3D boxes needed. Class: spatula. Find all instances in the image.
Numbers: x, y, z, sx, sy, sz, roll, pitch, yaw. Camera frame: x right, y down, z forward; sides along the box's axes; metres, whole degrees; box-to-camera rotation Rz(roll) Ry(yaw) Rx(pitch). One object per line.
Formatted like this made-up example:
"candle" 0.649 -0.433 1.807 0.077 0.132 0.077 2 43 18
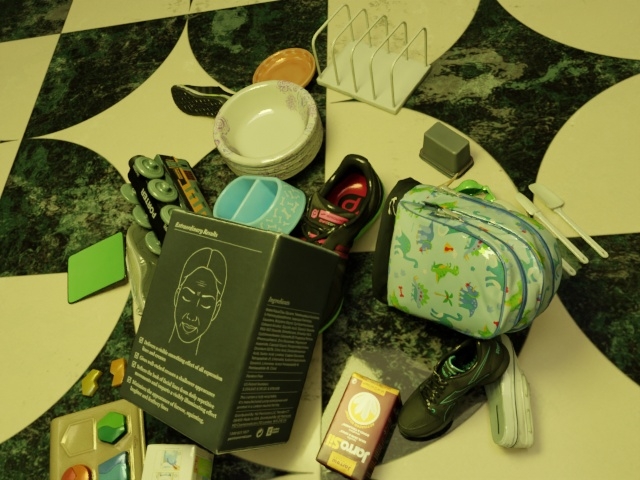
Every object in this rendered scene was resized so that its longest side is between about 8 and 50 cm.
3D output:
"spatula" 0.527 -0.032 1.226 0.168 0.019 0.242 -18 55 -28

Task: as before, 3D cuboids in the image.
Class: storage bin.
"storage bin" 0.324 -0.237 1.372 0.098 0.091 0.135 -42 62 -12

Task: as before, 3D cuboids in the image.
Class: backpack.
"backpack" 0.277 0.048 1.061 0.356 0.273 0.290 16 109 25

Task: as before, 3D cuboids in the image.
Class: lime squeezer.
"lime squeezer" 0.378 -0.085 1.295 0.310 0.059 0.110 26 69 23

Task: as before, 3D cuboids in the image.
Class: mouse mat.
"mouse mat" -0.590 0.070 1.423 0.190 0.007 0.152 -24 58 14

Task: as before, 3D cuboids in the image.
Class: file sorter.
"file sorter" 0.140 -0.523 1.525 0.278 0.173 0.193 29 70 25

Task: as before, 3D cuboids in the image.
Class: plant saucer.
"plant saucer" -0.106 -0.496 1.629 0.200 0.037 0.199 -9 58 15

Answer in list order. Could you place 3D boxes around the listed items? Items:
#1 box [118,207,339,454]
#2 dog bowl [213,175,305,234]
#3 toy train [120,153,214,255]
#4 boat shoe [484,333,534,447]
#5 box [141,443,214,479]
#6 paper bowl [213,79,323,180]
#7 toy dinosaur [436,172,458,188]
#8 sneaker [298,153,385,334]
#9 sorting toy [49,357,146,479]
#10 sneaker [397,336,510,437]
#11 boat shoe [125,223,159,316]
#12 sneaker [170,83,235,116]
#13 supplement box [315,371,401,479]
"box" -0.181 0.166 1.077 0.294 0.212 0.395 14 86 35
"dog bowl" -0.161 -0.081 1.318 0.297 0.074 0.166 12 68 53
"toy train" -0.375 -0.090 1.388 0.142 0.190 0.334 -51 59 30
"boat shoe" 0.377 0.299 1.078 0.076 0.083 0.226 15 61 -11
"box" -0.289 0.517 1.064 0.103 0.114 0.203 -3 59 9
"paper bowl" -0.134 -0.279 1.460 0.284 0.148 0.284 -5 61 9
"toy dinosaur" 0.253 -0.096 1.306 0.183 0.053 0.092 -23 79 23
"sneaker" 0.000 0.000 1.242 0.185 0.202 0.482 14 65 20
"sorting toy" -0.502 0.425 1.204 0.229 0.041 0.307 -18 59 2
"sneaker" 0.241 0.277 1.059 0.267 0.106 0.101 -46 42 8
"boat shoe" -0.415 0.104 1.340 0.118 0.103 0.320 -6 54 -38
"sneaker" -0.344 -0.428 1.645 0.235 0.084 0.097 20 43 21
"supplement box" 0.079 0.376 1.084 0.104 0.081 0.188 18 67 21
